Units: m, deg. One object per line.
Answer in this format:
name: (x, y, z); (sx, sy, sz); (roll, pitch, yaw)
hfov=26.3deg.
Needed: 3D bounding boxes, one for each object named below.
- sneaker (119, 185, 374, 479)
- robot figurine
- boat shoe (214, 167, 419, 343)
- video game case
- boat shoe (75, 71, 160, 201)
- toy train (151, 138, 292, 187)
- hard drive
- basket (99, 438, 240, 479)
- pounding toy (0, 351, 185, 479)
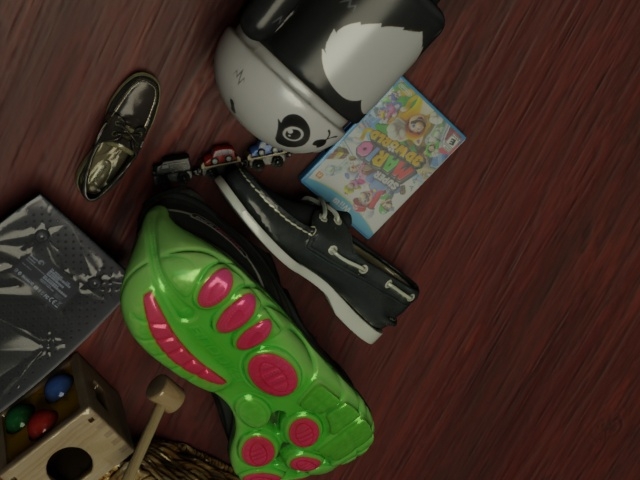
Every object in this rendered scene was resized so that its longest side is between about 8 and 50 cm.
sneaker: (-0.068, 0.114, 1.542); (0.185, 0.202, 0.483); (-18, 137, 8)
robot figurine: (0.017, -0.217, 1.413); (0.209, 0.173, 0.278); (40, 98, -21)
boat shoe: (0.000, 0.000, 1.554); (0.091, 0.114, 0.302); (-42, 131, 6)
video game case: (0.072, -0.095, 1.579); (0.166, 0.015, 0.119); (-46, 119, 8)
boat shoe: (-0.212, -0.106, 1.468); (0.056, 0.049, 0.152); (21, 107, -24)
toy train: (-0.110, -0.089, 1.522); (0.158, 0.027, 0.036); (-11, 106, -11)
hard drive: (-0.347, 0.074, 1.510); (0.254, 0.054, 0.172); (-42, 119, 5)
basket: (-0.235, 0.384, 1.670); (0.213, 0.223, 0.299); (37, 102, 6)
pounding toy: (-0.257, 0.202, 1.525); (0.206, 0.181, 0.094); (-38, 119, 3)
